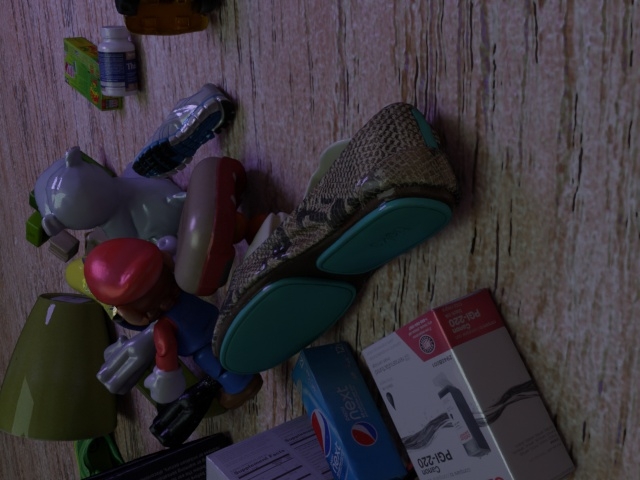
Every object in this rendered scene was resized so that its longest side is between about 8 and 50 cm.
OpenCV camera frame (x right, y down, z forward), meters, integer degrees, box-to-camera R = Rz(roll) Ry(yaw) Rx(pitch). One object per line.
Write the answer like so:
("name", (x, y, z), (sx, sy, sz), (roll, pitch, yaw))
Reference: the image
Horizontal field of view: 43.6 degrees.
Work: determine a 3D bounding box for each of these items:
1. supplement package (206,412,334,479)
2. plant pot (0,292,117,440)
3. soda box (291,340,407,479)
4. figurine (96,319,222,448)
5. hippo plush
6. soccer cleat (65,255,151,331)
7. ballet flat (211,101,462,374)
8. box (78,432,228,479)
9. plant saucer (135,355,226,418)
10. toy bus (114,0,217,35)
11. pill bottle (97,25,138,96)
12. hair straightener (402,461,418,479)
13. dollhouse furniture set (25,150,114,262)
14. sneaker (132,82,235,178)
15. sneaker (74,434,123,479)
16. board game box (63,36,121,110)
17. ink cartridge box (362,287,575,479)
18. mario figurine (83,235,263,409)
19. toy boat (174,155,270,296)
("supplement package", (-0.043, 0.415, 1.160), (0.145, 0.204, 0.261), (28, 125, 46))
("plant pot", (-0.593, 0.275, 1.840), (0.275, 0.275, 0.293), (11, 95, 52))
("soda box", (0.034, 0.241, 1.071), (0.210, 0.071, 0.067), (63, 148, 36))
("figurine", (-0.250, 0.210, 1.377), (0.215, 0.092, 0.209), (44, 104, 3))
("hippo plush", (-0.360, -0.032, 1.355), (0.294, 0.237, 0.234), (17, 97, 52))
("soccer cleat", (-0.376, 0.102, 1.495), (0.289, 0.121, 0.093), (18, 121, 21))
("ballet flat", (0.000, 0.000, 1.023), (0.483, 0.164, 0.182), (-46, 44, 44))
("box", (-0.322, 0.667, 1.551), (0.480, 0.297, 0.471), (-32, 75, 54))
("plant saucer", (-0.289, 0.280, 1.514), (0.188, 0.045, 0.188), (50, 145, -10))
("toy bus", (-0.252, -0.440, 1.200), (0.211, 0.150, 0.220), (-132, 39, -52))
("pill bottle", (-0.367, -0.325, 1.447), (0.067, 0.067, 0.120), (25, 122, 47))
("hair straightener", (0.121, 0.353, 1.047), (0.089, 0.047, 0.230), (55, 139, 25))
("dollhouse furniture set", (-0.444, -0.008, 1.669), (0.302, 0.151, 0.197), (36, 143, 4))
("sneaker", (-0.221, -0.174, 1.257), (0.191, 0.071, 0.083), (-37, 51, 8))
("sneaker", (-0.545, 0.602, 1.991), (0.123, 0.109, 0.295), (-17, 88, 59))
("board game box", (-0.451, -0.331, 1.579), (0.181, 0.043, 0.092), (37, 130, 41))
("ink cartridge box", (0.159, 0.187, 0.900), (0.158, 0.092, 0.217), (-41, 71, 52))
("mario figurine", (-0.230, 0.120, 1.234), (0.170, 0.320, 0.198), (-45, 17, 12))
("toy boat", (-0.127, -0.021, 1.173), (0.231, 0.151, 0.151), (-97, 22, -51))
